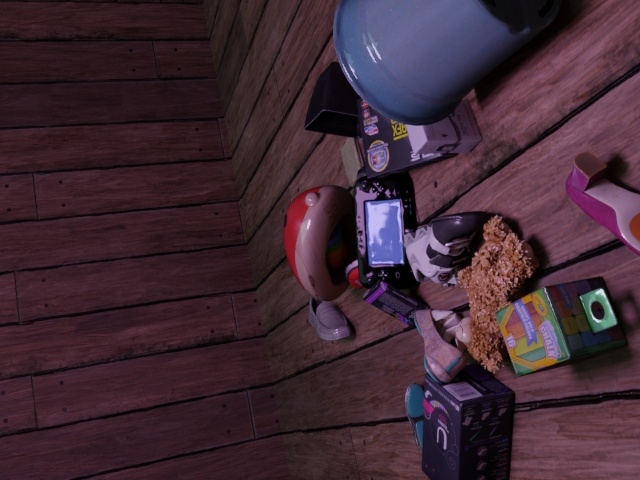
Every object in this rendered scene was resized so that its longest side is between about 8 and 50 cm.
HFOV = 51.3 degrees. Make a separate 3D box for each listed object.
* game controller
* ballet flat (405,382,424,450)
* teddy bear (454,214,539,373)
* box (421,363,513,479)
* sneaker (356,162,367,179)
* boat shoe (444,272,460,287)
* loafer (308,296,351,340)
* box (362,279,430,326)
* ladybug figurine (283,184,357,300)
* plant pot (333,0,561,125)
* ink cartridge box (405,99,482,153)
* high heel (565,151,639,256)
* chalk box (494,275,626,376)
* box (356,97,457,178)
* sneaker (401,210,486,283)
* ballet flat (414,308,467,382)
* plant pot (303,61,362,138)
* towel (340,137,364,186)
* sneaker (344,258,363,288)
[{"bbox_3d":[0.179,-0.023,1.831,0.166,0.067,0.319,-2,94,30],"label":"game controller"},{"bbox_3d":[0.273,0.494,1.859,0.070,0.070,0.189,139,125,-66],"label":"ballet flat"},{"bbox_3d":[0.362,0.115,1.424,0.338,0.113,0.245,104,154,-43],"label":"teddy bear"},{"bbox_3d":[0.336,0.449,1.550,0.165,0.143,0.271,-146,51,-65],"label":"box"},{"bbox_3d":[0.169,-0.241,1.869,0.227,0.087,0.130,153,111,-65],"label":"sneaker"},{"bbox_3d":[0.315,0.100,1.655,0.100,0.035,0.035,-15,80,63],"label":"boat shoe"},{"bbox_3d":[0.023,0.276,2.387,0.319,0.112,0.112,-159,55,-68],"label":"loafer"},{"bbox_3d":[0.206,0.172,1.819,0.029,0.162,0.116,-61,4,-28],"label":"box"},{"bbox_3d":[0.000,0.000,2.034,0.161,0.305,0.449,19,147,25],"label":"ladybug figurine"},{"bbox_3d":[0.249,-0.440,1.279,0.334,0.341,0.341,-25,72,61],"label":"plant pot"},{"bbox_3d":[0.272,-0.255,1.490,0.063,0.150,0.109,130,130,-58],"label":"ink cartridge box"},{"bbox_3d":[0.494,-0.032,1.104,0.244,0.082,0.117,54,175,32],"label":"high heel"},{"bbox_3d":[0.438,0.150,1.194,0.213,0.132,0.133,126,133,-62],"label":"chalk box"},{"bbox_3d":[0.210,-0.287,1.671,0.270,0.060,0.216,-11,85,53],"label":"box"},{"bbox_3d":[0.298,0.022,1.553,0.330,0.122,0.146,135,127,-71],"label":"sneaker"},{"bbox_3d":[0.301,0.232,1.610,0.106,0.107,0.316,-44,15,16],"label":"ballet flat"},{"bbox_3d":[0.070,-0.417,1.963,0.187,0.188,0.167,157,118,-69],"label":"plant pot"},{"bbox_3d":[0.104,-0.256,2.119,0.110,0.027,0.148,127,134,-61],"label":"towel"},{"bbox_3d":[0.156,0.102,1.989,0.279,0.107,0.118,125,129,-62],"label":"sneaker"}]
